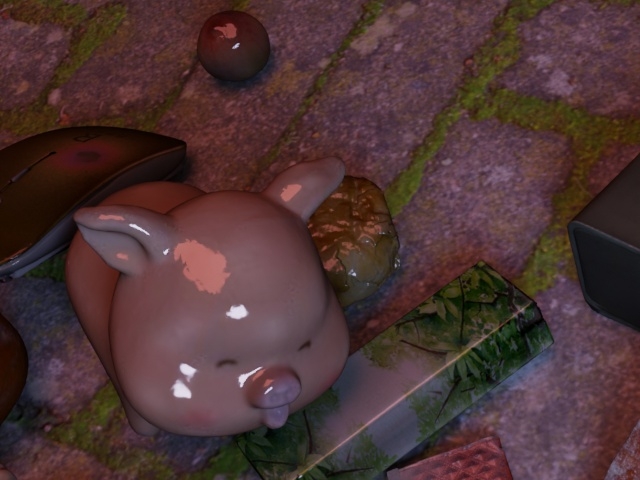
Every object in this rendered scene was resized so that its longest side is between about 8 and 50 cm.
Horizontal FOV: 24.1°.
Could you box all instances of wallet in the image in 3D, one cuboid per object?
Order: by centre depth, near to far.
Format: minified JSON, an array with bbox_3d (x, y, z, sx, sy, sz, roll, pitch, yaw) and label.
[{"bbox_3d":[0.120,0.250,1.191,0.103,0.020,0.196,-21,46,7],"label":"wallet"}]

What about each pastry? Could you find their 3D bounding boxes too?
[{"bbox_3d":[0.003,0.004,1.411,0.153,0.081,0.153,-5,55,8],"label":"pastry"}]

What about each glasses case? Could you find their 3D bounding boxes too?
[{"bbox_3d":[0.065,0.132,1.287,0.272,0.062,0.095,-35,34,-8],"label":"glasses case"}]

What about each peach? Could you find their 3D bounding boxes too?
[{"bbox_3d":[-0.096,-0.214,1.641,0.083,0.083,0.083,-12,48,14],"label":"peach"}]

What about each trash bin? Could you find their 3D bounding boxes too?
[{"bbox_3d":[0.351,-0.029,1.264,0.164,0.122,0.240,29,65,38],"label":"trash bin"}]

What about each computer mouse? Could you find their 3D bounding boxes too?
[{"bbox_3d":[-0.266,-0.054,1.509,0.158,0.072,0.310,12,33,32],"label":"computer mouse"}]

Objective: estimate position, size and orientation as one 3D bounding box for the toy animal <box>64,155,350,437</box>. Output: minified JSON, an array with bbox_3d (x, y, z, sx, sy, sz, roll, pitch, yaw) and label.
[{"bbox_3d":[-0.107,0.048,1.291,0.237,0.269,0.326,-13,39,-26],"label":"toy animal"}]

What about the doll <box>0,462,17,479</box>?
[{"bbox_3d":[-0.254,0.275,1.279,0.278,0.119,0.154,12,59,19],"label":"doll"}]

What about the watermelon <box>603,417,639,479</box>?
[{"bbox_3d":[0.270,0.170,1.140,0.098,0.121,0.158,37,75,18],"label":"watermelon"}]

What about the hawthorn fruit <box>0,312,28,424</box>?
[{"bbox_3d":[-0.393,0.151,1.391,0.199,0.199,0.251,11,62,30],"label":"hawthorn fruit"}]
